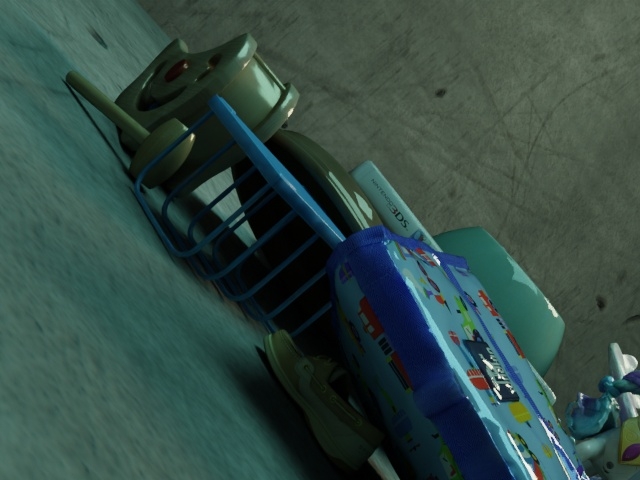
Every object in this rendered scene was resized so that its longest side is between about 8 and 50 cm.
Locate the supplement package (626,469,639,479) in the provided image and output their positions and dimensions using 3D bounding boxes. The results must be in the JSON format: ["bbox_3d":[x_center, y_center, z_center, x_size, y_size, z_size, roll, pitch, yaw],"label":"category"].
[{"bbox_3d":[0.197,0.256,0.633,0.175,0.177,0.293,51,5,17],"label":"supplement package"}]

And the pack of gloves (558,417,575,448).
[{"bbox_3d":[0.195,0.239,1.188,0.195,0.046,0.232,50,-35,36],"label":"pack of gloves"}]

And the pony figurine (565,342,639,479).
[{"bbox_3d":[0.407,0.286,1.364,0.303,0.363,0.351,51,4,24],"label":"pony figurine"}]

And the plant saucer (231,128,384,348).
[{"bbox_3d":[0.000,0.000,1.073,0.278,0.041,0.278,46,-24,27],"label":"plant saucer"}]

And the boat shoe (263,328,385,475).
[{"bbox_3d":[0.003,0.113,0.790,0.135,0.045,0.050,53,4,36],"label":"boat shoe"}]

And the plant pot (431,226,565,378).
[{"bbox_3d":[0.191,0.122,1.466,0.293,0.235,0.293,49,3,-4],"label":"plant pot"}]

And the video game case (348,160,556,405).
[{"bbox_3d":[0.079,0.072,1.158,0.300,0.036,0.329,52,-19,-4],"label":"video game case"}]

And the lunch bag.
[{"bbox_3d":[0.088,0.114,0.755,0.221,0.138,0.293,62,5,14],"label":"lunch bag"}]

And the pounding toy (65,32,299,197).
[{"bbox_3d":[-0.130,-0.149,0.988,0.155,0.154,0.269,48,4,-26],"label":"pounding toy"}]

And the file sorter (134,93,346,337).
[{"bbox_3d":[-0.055,-0.011,0.873,0.118,0.104,0.170,52,4,41],"label":"file sorter"}]
